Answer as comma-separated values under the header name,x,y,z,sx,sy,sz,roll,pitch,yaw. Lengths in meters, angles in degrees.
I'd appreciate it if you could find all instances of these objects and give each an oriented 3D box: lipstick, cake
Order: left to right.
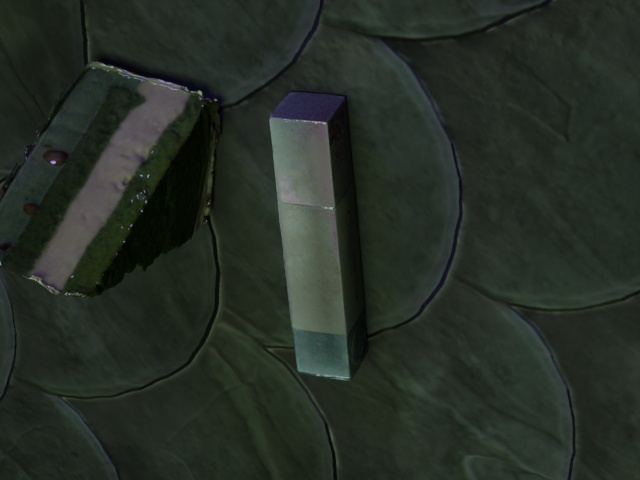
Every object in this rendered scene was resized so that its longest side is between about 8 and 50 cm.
name,x,y,z,sx,sy,sz,roll,pitch,yaw
cake,-0.228,-0.019,1.584,0.158,0.284,0.172,17,142,13
lipstick,0.000,0.000,1.618,0.068,0.066,0.317,7,123,20
